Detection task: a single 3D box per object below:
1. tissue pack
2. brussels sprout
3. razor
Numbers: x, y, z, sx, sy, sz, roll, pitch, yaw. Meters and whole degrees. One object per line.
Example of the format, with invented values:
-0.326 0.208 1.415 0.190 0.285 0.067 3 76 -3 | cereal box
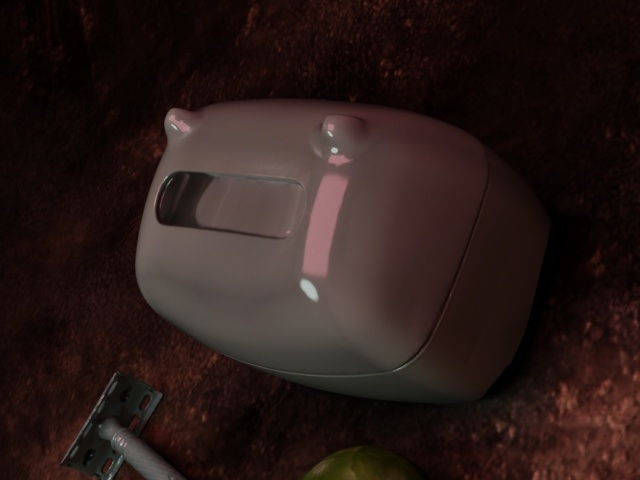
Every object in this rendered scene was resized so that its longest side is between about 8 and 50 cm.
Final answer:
0.000 0.000 1.473 0.333 0.236 0.229 7 73 49 | tissue pack
0.026 0.234 1.392 0.155 0.117 0.155 -25 43 26 | brussels sprout
-0.142 0.215 1.636 0.232 0.068 0.106 31 92 46 | razor
